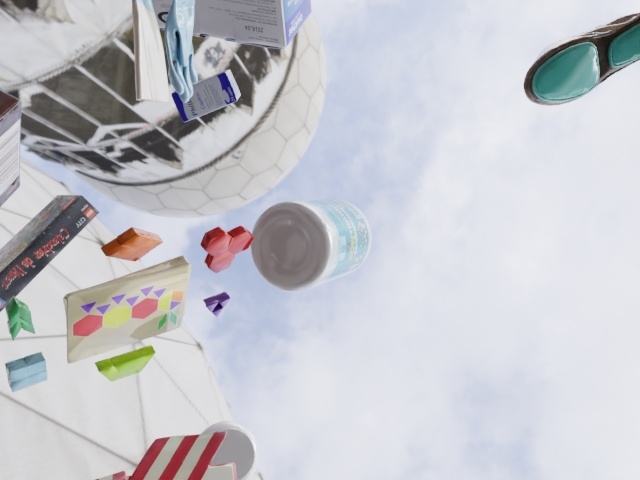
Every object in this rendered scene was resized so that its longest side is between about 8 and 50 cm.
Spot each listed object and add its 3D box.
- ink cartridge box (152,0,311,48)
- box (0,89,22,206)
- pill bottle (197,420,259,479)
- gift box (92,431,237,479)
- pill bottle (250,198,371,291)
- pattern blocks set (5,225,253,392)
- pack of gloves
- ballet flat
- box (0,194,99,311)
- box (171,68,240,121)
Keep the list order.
[{"bbox_3d":[-0.165,-0.493,0.966,0.270,0.395,0.151,14,-131,14],"label":"ink cartridge box"},{"bbox_3d":[-0.488,-0.109,0.663,0.203,0.168,0.167,27,-132,-7],"label":"box"},{"bbox_3d":[-0.183,0.408,1.088,0.125,0.221,0.124,5,-110,-14],"label":"pill bottle"},{"bbox_3d":[-0.169,0.342,0.525,0.277,0.258,0.255,-6,-124,-20],"label":"gift box"},{"bbox_3d":[0.000,0.000,1.008,0.146,0.264,0.146,2,-84,23],"label":"pill bottle"},{"bbox_3d":[-0.262,0.093,0.795,0.026,0.325,0.285,46,-53,31],"label":"pattern blocks set"},{"bbox_3d":[-0.187,-0.271,0.637,0.046,0.195,0.231,1,-78,4],"label":"pack of gloves"},{"bbox_3d":[0.467,-0.322,1.018,0.316,0.106,0.107,-23,-63,-13],"label":"ballet flat"},{"bbox_3d":[-0.503,0.016,0.992,0.159,0.044,0.233,5,-129,52],"label":"box"},{"bbox_3d":[-0.266,-0.343,1.349,0.137,0.126,0.072,-21,-71,3],"label":"box"}]
